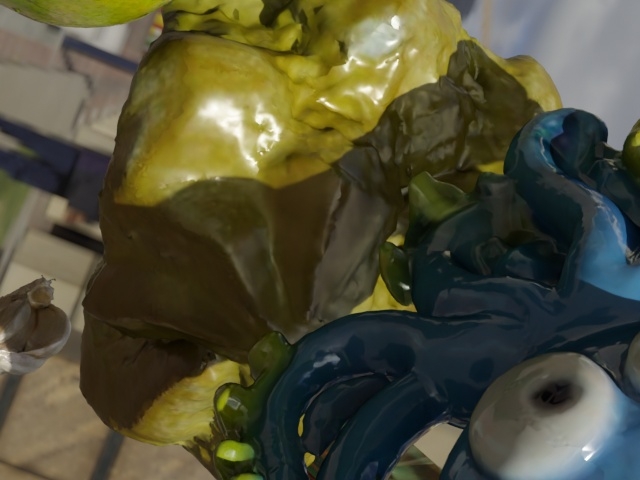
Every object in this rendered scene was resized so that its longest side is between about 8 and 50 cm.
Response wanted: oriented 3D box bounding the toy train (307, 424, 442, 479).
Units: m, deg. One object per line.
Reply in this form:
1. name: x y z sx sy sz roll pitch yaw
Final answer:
1. toy train: 0.046 0.193 1.069 0.188 0.072 0.099 36 -54 48

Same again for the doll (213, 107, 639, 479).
1. doll: 0.120 0.036 0.593 0.341 0.346 0.099 -100 176 -53

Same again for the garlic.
1. garlic: -0.290 0.089 1.443 0.094 0.113 0.074 -71 155 -51

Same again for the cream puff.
1. cream puff: 0.004 0.004 0.885 0.323 0.274 0.270 110 -18 -57

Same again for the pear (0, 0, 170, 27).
1. pear: -0.119 -0.186 0.704 0.188 0.187 0.219 -68 -162 4
